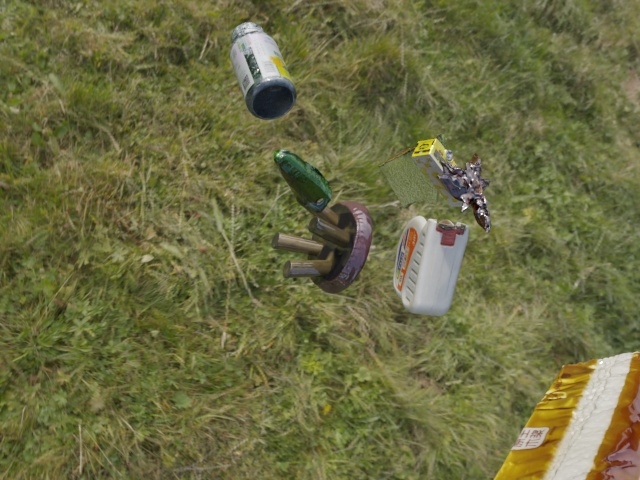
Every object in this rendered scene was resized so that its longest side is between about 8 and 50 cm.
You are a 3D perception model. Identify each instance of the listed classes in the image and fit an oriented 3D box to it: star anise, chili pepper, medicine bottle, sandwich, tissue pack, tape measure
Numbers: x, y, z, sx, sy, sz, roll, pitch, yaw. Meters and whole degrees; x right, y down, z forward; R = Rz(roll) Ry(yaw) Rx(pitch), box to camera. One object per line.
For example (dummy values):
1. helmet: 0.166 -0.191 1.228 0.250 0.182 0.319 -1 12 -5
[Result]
1. star anise: 0.323 -0.124 1.290 0.157 0.053 0.212 24 56 -11
2. chili pepper: -0.053 -0.143 1.327 0.216 0.108 0.062 51 52 -50
3. medicine bottle: -0.170 -0.480 1.587 0.142 0.141 0.293 -3 53 -27
4. sandwich: 0.351 -0.219 1.914 0.212 0.245 0.063 57 35 -14
5. tissue pack: 0.195 0.201 0.362 0.226 0.092 0.183 -29 95 -50
6. tape measure: 0.292 0.058 1.532 0.130 0.265 0.258 7 103 -9

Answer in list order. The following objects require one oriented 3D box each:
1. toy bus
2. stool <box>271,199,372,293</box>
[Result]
1. toy bus: 0.354 -0.192 1.617 0.226 0.081 0.074 45 62 -32
2. stool: 0.000 0.000 1.579 0.179 0.272 0.271 18 73 -28
